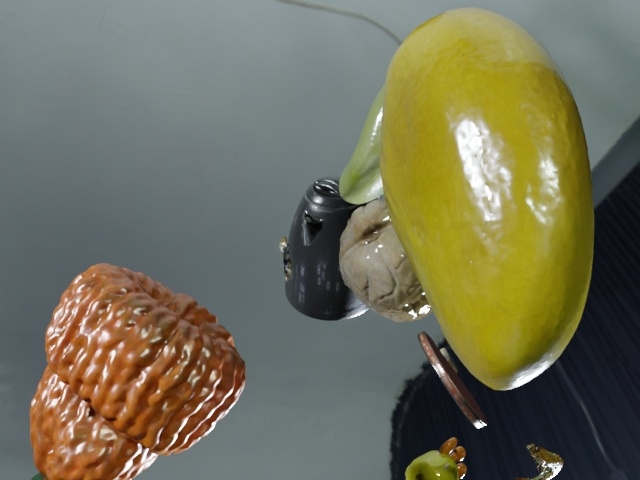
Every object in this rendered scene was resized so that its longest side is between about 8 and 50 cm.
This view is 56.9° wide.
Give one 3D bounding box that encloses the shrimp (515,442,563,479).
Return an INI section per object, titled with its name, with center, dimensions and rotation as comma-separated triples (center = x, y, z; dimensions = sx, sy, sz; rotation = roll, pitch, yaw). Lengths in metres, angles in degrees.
[shrimp]
center = 0.375, 0.394, 1.031
dimensions = 0.091, 0.025, 0.127
rotation = -37, 124, 7

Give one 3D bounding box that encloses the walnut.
[walnut]
center = 0.118, 0.040, 0.916
dimensions = 0.178, 0.178, 0.230
rotation = -19, 150, 9

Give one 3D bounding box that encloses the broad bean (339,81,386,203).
[broad bean]
center = 0.119, -0.152, 0.966
dimensions = 0.121, 0.189, 0.263
rotation = 37, 136, 12

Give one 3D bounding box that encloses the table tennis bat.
[table tennis bat]
center = 0.166, 0.170, 0.761
dimensions = 0.019, 0.220, 0.130
rotation = -35, 85, 7

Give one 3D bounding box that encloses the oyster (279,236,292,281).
[oyster]
center = -0.061, 0.033, 1.074
dimensions = 0.019, 0.054, 0.083
rotation = -9, 104, -4

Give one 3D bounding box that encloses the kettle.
[kettle]
center = 0.044, -0.016, 1.280
dimensions = 0.207, 0.268, 0.290
rotation = 22, 128, 31

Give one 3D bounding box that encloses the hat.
[hat]
center = -0.304, 0.251, 0.853
dimensions = 0.285, 0.285, 0.400
rotation = 32, 95, -31

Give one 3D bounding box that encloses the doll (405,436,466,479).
[doll]
center = 0.230, 0.501, 1.209
dimensions = 0.220, 0.135, 0.143
rotation = -19, 108, -37

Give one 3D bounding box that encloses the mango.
[mango]
center = 0.135, -0.059, 0.494
dimensions = 0.142, 0.332, 0.195
rotation = 0, 143, -16
